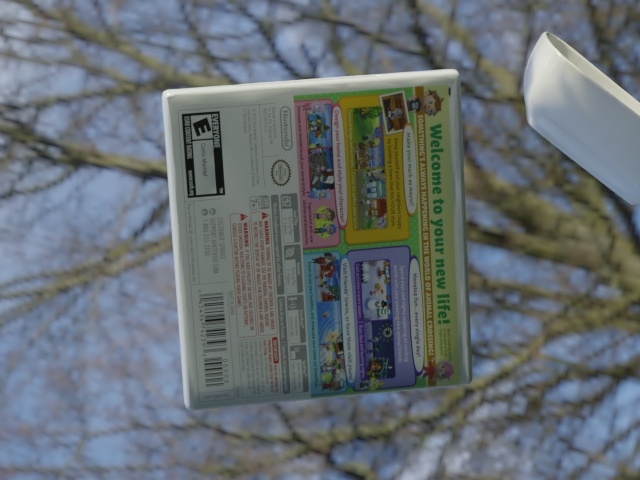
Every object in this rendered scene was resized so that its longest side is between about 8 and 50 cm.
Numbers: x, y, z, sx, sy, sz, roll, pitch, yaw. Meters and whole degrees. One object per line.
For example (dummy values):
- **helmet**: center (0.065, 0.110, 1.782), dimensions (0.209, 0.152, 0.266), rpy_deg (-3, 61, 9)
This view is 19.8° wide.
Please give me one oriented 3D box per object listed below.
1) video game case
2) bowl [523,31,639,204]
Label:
- **video game case**: center (0.000, 0.000, 1.199), dimensions (0.023, 0.193, 0.212), rpy_deg (-126, 32, -76)
- **bowl**: center (0.192, -0.076, 1.241), dimensions (0.053, 0.142, 0.142), rpy_deg (-53, 3, 13)
